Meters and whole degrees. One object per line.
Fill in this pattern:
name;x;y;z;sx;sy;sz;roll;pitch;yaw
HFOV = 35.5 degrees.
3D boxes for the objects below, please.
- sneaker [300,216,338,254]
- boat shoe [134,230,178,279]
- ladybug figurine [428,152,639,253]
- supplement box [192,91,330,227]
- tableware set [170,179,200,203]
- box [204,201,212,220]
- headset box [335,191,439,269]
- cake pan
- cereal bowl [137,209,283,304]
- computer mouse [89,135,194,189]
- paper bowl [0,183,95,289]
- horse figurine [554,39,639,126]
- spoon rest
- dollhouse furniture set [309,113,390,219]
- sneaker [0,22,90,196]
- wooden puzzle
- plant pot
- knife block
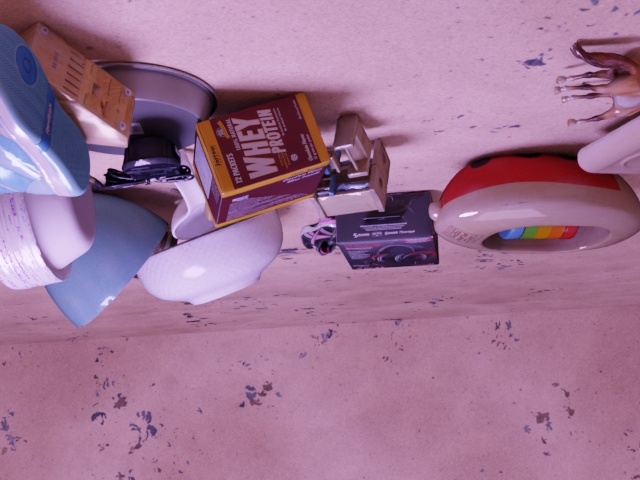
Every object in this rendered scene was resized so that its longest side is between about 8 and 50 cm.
sneaker;0.000;0.000;2.411;0.071;0.077;0.178;4;164;-18
boat shoe;-0.435;0.024;2.449;0.095;0.095;0.257;20;151;-22
ladybug figurine;0.435;-0.077;2.026;0.449;0.162;0.305;2;164;-15
supplement box;-0.106;-0.134;1.708;0.191;0.129;0.194;-18;168;-13
tableware set;-0.210;-0.090;2.124;0.194;0.039;0.128;10;160;-39
box;-0.146;-0.115;1.909;0.164;0.021;0.201;-31;169;-17
headset box;0.155;-0.021;2.289;0.218;0.110;0.293;-4;165;8
cake pan;-0.315;-0.208;1.650;0.293;0.054;0.293;-2;165;-1
cereal bowl;-0.231;0.050;2.199;0.338;0.141;0.339;-21;-177;1
computer mouse;-0.323;-0.135;1.711;0.184;0.060;0.262;-7;176;0
paper bowl;-0.481;-0.066;1.716;0.148;0.284;0.284;-11;164;2
horse figurine;0.469;-0.244;1.599;0.174;0.066;0.263;-7;164;20
spoon rest;-0.251;-0.074;1.988;0.137;0.084;0.276;-31;155;-7
dollhouse furniture set;0.037;-0.152;1.831;0.129;0.129;0.184;-8;140;21
sneaker;-0.461;-0.157;1.347;0.208;0.127;0.319;-5;145;9
wooden puzzle;0.690;-0.193;1.793;0.347;0.081;0.322;5;163;-21
plant pot;-0.488;0.009;2.099;0.195;0.290;0.290;42;148;-15
knife block;-0.446;-0.206;1.467;0.242;0.088;0.275;-20;141;33
